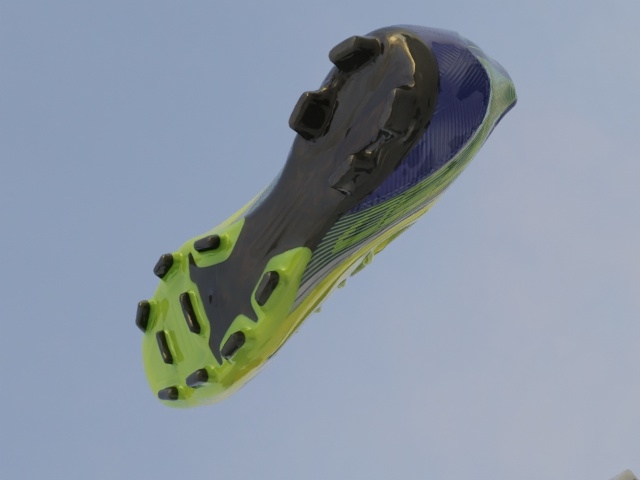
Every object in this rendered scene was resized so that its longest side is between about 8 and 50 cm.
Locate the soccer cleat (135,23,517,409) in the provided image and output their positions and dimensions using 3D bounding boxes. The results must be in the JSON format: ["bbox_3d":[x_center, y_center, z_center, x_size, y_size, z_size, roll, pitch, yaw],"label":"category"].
[{"bbox_3d":[0.001,0.001,0.836,0.121,0.093,0.289,3,-43,-45],"label":"soccer cleat"}]

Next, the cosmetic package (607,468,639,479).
[{"bbox_3d":[0.275,0.368,1.566,0.153,0.129,0.296,55,-152,10],"label":"cosmetic package"}]
